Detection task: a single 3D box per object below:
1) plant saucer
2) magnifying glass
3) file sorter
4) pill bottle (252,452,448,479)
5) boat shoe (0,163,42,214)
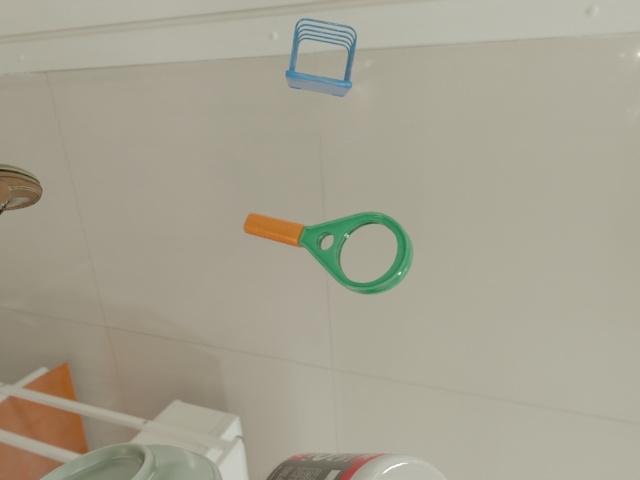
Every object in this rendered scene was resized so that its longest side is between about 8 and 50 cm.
[{"bbox_3d":[-0.360,0.422,0.784,0.400,0.400,0.101,-32,108,-64],"label":"plant saucer"},{"bbox_3d":[0.000,0.000,0.586,0.026,0.231,0.092,35,73,-52],"label":"magnifying glass"},{"bbox_3d":[0.003,-0.340,0.943,0.170,0.118,0.105,-99,-161,-79],"label":"file sorter"},{"bbox_3d":[0.014,0.364,0.631,0.176,0.318,0.176,13,64,-29],"label":"pill bottle"},{"bbox_3d":[-0.638,-0.076,0.919,0.110,0.104,0.307,-43,170,15],"label":"boat shoe"}]
